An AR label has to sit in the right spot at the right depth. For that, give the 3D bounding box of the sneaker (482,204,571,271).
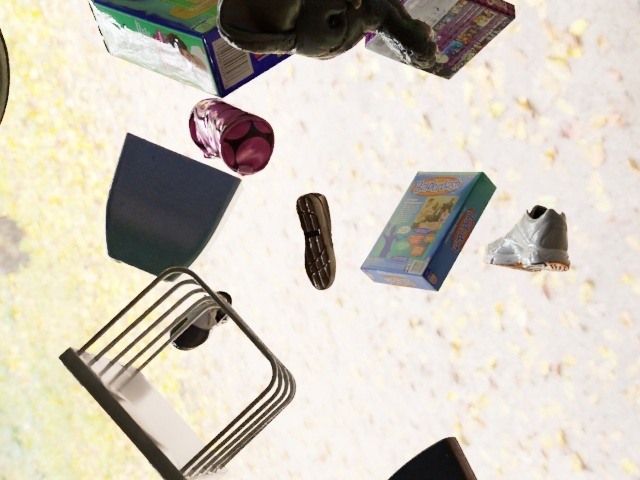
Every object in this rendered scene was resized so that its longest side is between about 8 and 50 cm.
[{"bbox_3d":[0.393,-0.004,1.783,0.262,0.099,0.121,175,104,-71],"label":"sneaker"}]

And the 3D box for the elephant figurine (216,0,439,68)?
[{"bbox_3d":[-0.028,-0.243,0.924,0.186,0.169,0.239,-22,87,61],"label":"elephant figurine"}]

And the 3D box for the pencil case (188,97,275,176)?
[{"bbox_3d":[-0.135,-0.153,1.416,0.209,0.095,0.098,36,111,66],"label":"pencil case"}]

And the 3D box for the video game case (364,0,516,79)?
[{"bbox_3d":[0.233,-0.423,1.881,0.232,0.210,0.042,-41,39,53],"label":"video game case"}]

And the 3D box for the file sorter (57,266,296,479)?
[{"bbox_3d":[-0.148,0.165,1.142,0.193,0.173,0.277,46,174,11],"label":"file sorter"}]

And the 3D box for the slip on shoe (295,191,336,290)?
[{"bbox_3d":[0.000,0.000,1.305,0.051,0.041,0.135,-12,93,39],"label":"slip on shoe"}]

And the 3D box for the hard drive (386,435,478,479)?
[{"bbox_3d":[0.221,0.556,2.071,0.054,0.255,0.172,34,-160,-36],"label":"hard drive"}]

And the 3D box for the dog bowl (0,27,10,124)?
[{"bbox_3d":[-0.623,-0.228,1.218,0.150,0.408,0.408,49,149,42],"label":"dog bowl"}]

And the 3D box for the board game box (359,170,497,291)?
[{"bbox_3d":[0.176,-0.020,1.561,0.047,0.210,0.160,42,160,-31],"label":"board game box"}]

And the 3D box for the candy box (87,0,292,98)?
[{"bbox_3d":[-0.176,-0.375,1.554,0.317,0.268,0.122,24,141,40],"label":"candy box"}]

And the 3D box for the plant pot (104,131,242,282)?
[{"bbox_3d":[-0.323,-0.051,1.972,0.247,0.248,0.252,165,127,-86],"label":"plant pot"}]

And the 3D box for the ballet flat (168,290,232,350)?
[{"bbox_3d":[-0.207,0.133,1.681,0.074,0.203,0.074,4,103,16],"label":"ballet flat"}]
